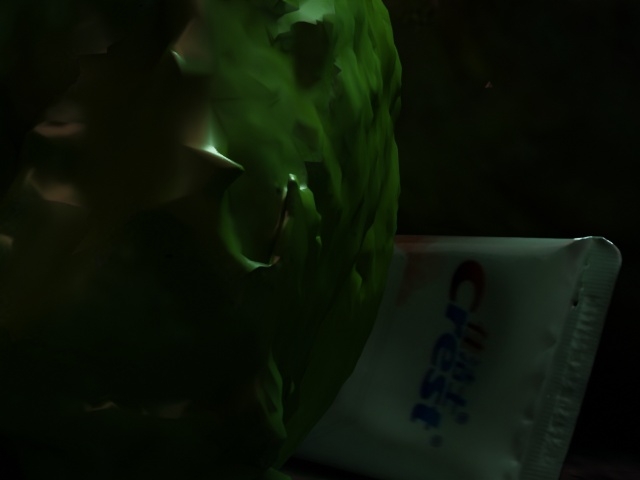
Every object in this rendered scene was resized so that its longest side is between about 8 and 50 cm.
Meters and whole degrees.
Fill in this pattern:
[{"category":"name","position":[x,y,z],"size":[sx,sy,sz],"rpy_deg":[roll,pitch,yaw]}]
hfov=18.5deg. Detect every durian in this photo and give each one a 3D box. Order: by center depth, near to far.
[{"category":"durian","position":[-0.097,-0.014,0.521],"size":[0.256,0.204,0.339],"rpy_deg":[-6,3,11]}]

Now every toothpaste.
[{"category":"toothpaste","position":[-0.050,0.031,0.709],"size":[0.323,0.100,0.066],"rpy_deg":[6,-26,32]}]

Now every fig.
[{"category":"fig","position":[0.100,-0.008,0.752],"size":[0.286,0.286,0.369],"rpy_deg":[2,38,-22]}]
